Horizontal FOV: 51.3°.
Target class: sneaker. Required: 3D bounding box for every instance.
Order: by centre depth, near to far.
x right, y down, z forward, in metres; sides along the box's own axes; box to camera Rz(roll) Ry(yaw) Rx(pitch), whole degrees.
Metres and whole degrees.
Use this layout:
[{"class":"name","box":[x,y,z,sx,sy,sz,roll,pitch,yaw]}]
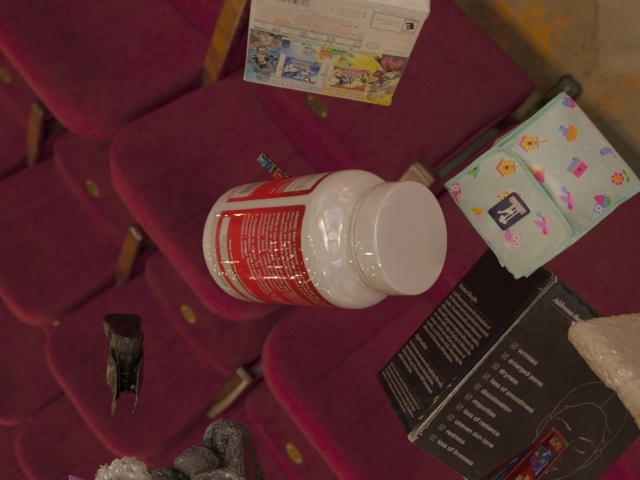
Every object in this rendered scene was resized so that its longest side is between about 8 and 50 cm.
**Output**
[{"class":"sneaker","box":[-0.253,0.151,0.852,0.170,0.051,0.089,-161,75,-68]}]

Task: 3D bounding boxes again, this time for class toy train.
[{"class":"toy train","box":[-0.094,-0.152,1.597,0.158,0.036,0.027,43,121,4]}]

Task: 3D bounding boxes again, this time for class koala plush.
[{"class":"koala plush","box":[-0.194,0.370,0.952,0.203,0.222,0.196,-112,4,-62]}]

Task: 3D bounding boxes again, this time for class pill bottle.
[{"class":"pill bottle","box":[0.000,0.000,1.139,0.408,0.229,0.228,-1,112,47]}]

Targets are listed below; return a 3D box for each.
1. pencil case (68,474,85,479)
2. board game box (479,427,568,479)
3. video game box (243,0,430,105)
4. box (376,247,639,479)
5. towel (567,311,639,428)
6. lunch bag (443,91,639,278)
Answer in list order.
[{"class":"pencil case","box":[-0.311,0.306,0.643,0.086,0.206,0.088,49,-164,-49]},{"class":"board game box","box":[0.155,0.287,0.694,0.027,0.281,0.145,52,122,20]},{"class":"video game box","box":[0.012,-0.254,0.833,0.205,0.048,0.187,9,153,-7]},{"class":"box","box":[0.482,0.337,1.586,0.480,0.471,0.297,38,-171,-20]},{"class":"towel","box":[0.433,0.157,0.772,0.187,0.283,0.049,61,140,41]},{"class":"lunch bag","box":[0.377,-0.090,1.166,0.223,0.262,0.160,53,177,4]}]
